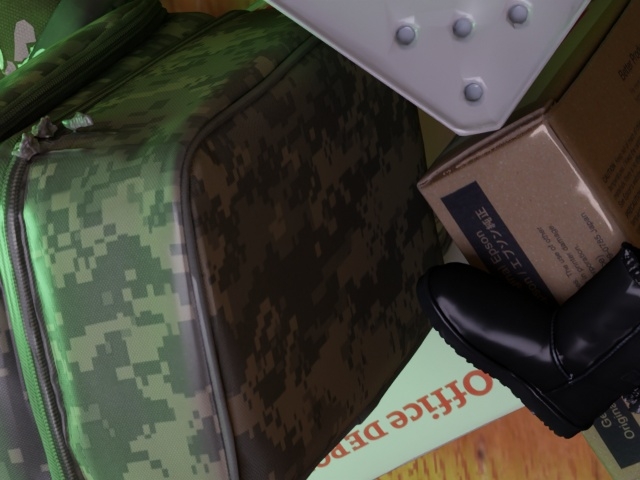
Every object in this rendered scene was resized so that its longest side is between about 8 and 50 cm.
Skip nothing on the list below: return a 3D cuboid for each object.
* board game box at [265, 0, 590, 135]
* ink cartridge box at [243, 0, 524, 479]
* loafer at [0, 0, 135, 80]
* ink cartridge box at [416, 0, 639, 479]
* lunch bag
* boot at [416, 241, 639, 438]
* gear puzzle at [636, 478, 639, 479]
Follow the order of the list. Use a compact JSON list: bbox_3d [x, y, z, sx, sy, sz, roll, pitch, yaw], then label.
[{"bbox_3d":[0.031,-0.311,0.943,0.390,0.050,0.390,35,93,6],"label":"board game box"},{"bbox_3d":[0.000,0.000,1.207,0.207,0.117,0.283,-31,100,34],"label":"ink cartridge box"},{"bbox_3d":[-0.243,-0.057,1.296,0.130,0.134,0.366,38,116,7],"label":"loafer"},{"bbox_3d":[0.168,-0.016,1.048,0.088,0.235,0.193,-29,101,33],"label":"ink cartridge box"},{"bbox_3d":[-0.107,0.005,1.003,0.256,0.305,0.213,-4,113,25],"label":"lunch bag"},{"bbox_3d":[0.118,0.034,0.927,0.121,0.045,0.099,42,128,-10],"label":"boot"},{"bbox_3d":[0.277,0.182,1.223,0.339,0.044,0.175,45,118,-4],"label":"gear puzzle"}]
